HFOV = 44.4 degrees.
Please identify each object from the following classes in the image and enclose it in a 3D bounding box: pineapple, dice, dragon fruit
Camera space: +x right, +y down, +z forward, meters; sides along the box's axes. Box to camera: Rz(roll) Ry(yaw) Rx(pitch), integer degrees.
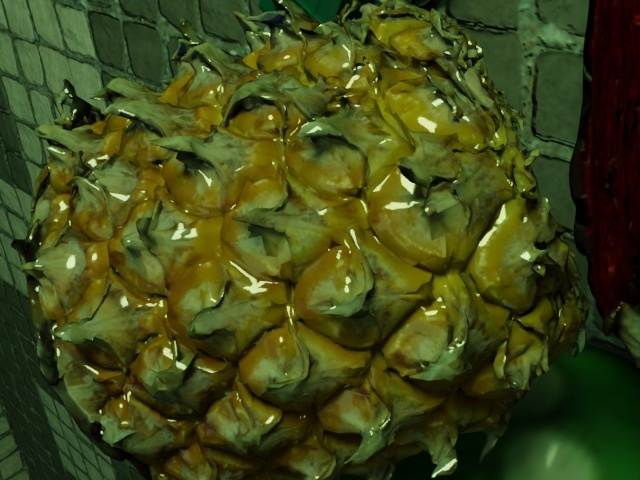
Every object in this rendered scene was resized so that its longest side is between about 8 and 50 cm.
[{"bbox_3d":[0.001,-0.001,0.535,0.300,0.352,0.352,-24,99,14],"label":"pineapple"},{"bbox_3d":[0.171,0.278,0.670,0.300,0.297,0.287,30,138,31],"label":"dice"},{"bbox_3d":[0.188,-0.109,0.410,0.100,0.343,0.282,4,158,8],"label":"dragon fruit"}]

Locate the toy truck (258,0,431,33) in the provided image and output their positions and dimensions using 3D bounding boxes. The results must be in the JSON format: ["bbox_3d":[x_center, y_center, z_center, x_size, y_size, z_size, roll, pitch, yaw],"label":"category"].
[{"bbox_3d":[0.024,-0.211,0.637,0.114,0.124,0.253,47,141,19],"label":"toy truck"}]
